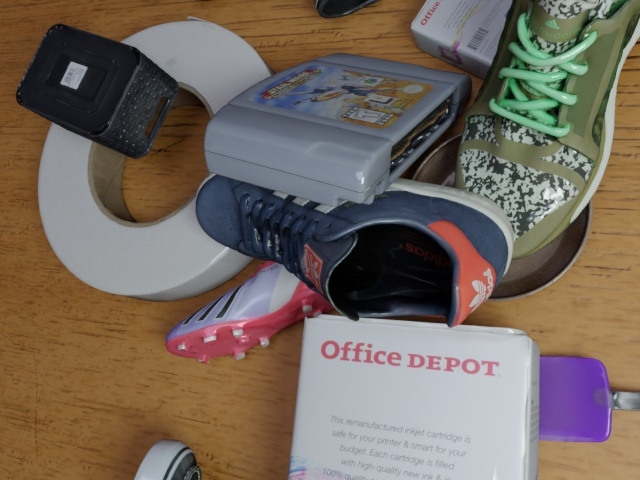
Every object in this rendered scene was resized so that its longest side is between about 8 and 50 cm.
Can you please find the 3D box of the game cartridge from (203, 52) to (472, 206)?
[{"bbox_3d":[0.023,-0.135,0.642,0.198,0.297,0.062,20,128,21],"label":"game cartridge"}]

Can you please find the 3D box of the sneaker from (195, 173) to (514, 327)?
[{"bbox_3d":[0.000,0.000,0.588,0.349,0.148,0.131,8,122,26],"label":"sneaker"}]

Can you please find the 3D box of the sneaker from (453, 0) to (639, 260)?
[{"bbox_3d":[0.209,-0.176,0.549,0.158,0.182,0.411,25,104,30],"label":"sneaker"}]

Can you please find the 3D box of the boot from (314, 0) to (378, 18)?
[{"bbox_3d":[-0.037,-0.385,0.805,0.338,0.118,0.223,-29,73,17],"label":"boot"}]

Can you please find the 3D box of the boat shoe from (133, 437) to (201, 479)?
[{"bbox_3d":[-0.155,0.394,0.666,0.119,0.121,0.336,4,89,15],"label":"boat shoe"}]

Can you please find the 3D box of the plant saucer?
[{"bbox_3d":[0.192,-0.029,0.664,0.198,0.036,0.199,-5,75,20],"label":"plant saucer"}]

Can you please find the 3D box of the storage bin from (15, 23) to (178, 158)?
[{"bbox_3d":[-0.295,-0.198,0.795,0.180,0.084,0.122,23,87,24],"label":"storage bin"}]

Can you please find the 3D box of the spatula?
[{"bbox_3d":[0.335,0.152,0.566,0.296,0.030,0.084,-4,75,21],"label":"spatula"}]

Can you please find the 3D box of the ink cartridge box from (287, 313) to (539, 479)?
[{"bbox_3d":[0.091,0.237,0.585,0.226,0.131,0.307,2,77,25],"label":"ink cartridge box"}]

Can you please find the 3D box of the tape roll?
[{"bbox_3d":[-0.214,-0.112,0.826,0.391,0.072,0.393,-6,74,20],"label":"tape roll"}]

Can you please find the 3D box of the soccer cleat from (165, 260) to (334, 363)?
[{"bbox_3d":[-0.076,0.073,0.728,0.247,0.083,0.095,-23,54,14],"label":"soccer cleat"}]

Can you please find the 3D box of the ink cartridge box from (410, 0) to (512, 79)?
[{"bbox_3d":[0.183,-0.254,0.714,0.122,0.052,0.089,35,91,24],"label":"ink cartridge box"}]
